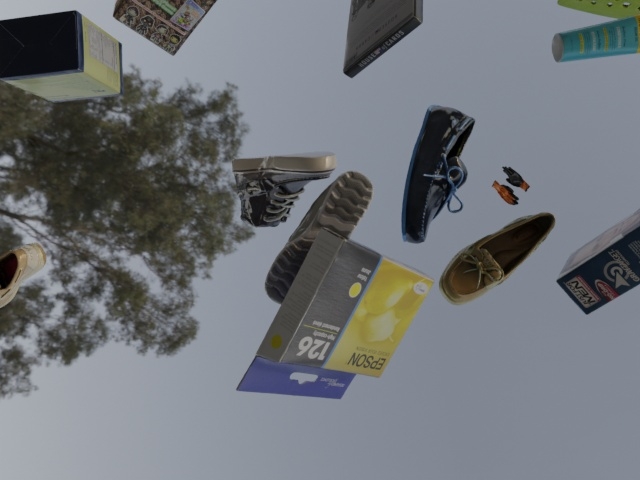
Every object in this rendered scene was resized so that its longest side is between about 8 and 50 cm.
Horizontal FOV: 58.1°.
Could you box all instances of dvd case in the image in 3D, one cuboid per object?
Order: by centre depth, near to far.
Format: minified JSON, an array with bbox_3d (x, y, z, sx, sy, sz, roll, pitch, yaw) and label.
[{"bbox_3d":[0.116,-0.435,1.065,0.179,0.030,0.238,-27,-133,45],"label":"dvd case"}]

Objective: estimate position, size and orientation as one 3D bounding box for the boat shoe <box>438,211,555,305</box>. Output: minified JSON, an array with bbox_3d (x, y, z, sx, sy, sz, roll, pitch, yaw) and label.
[{"bbox_3d":[0.368,0.028,1.206,0.285,0.089,0.104,-38,-99,-15],"label":"boat shoe"}]

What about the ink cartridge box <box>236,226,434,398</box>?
[{"bbox_3d":[0.041,0.159,1.023,0.072,0.304,0.307,29,-86,41],"label":"ink cartridge box"}]

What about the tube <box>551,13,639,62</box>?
[{"bbox_3d":[0.533,-0.368,1.052,0.207,0.052,0.080,-10,-74,1],"label":"tube"}]

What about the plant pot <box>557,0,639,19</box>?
[{"bbox_3d":[0.732,-0.687,1.380,0.228,0.207,0.227,11,-90,0],"label":"plant pot"}]

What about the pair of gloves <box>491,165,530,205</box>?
[{"bbox_3d":[0.413,-0.119,1.257,0.010,0.083,0.074,-28,-116,-27],"label":"pair of gloves"}]

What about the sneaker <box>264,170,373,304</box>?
[{"bbox_3d":[0.000,0.000,1.067,0.105,0.115,0.281,37,-89,-9],"label":"sneaker"}]

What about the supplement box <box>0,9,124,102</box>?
[{"bbox_3d":[-0.250,-0.176,0.563,0.083,0.083,0.056,-3,-93,10],"label":"supplement box"}]

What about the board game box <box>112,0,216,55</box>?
[{"bbox_3d":[-0.278,-0.574,1.173,0.291,0.141,0.232,-40,-138,28],"label":"board game box"}]

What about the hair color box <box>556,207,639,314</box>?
[{"bbox_3d":[0.688,0.003,1.228,0.105,0.174,0.347,50,-53,7],"label":"hair color box"}]

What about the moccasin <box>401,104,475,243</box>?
[{"bbox_3d":[0.243,-0.146,1.168,0.117,0.137,0.341,11,-115,15],"label":"moccasin"}]

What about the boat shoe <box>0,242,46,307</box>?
[{"bbox_3d":[-0.523,0.061,0.938,0.170,0.059,0.063,-39,-99,18],"label":"boat shoe"}]

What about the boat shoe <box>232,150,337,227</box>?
[{"bbox_3d":[-0.075,-0.106,1.238,0.341,0.127,0.158,9,-73,57],"label":"boat shoe"}]
